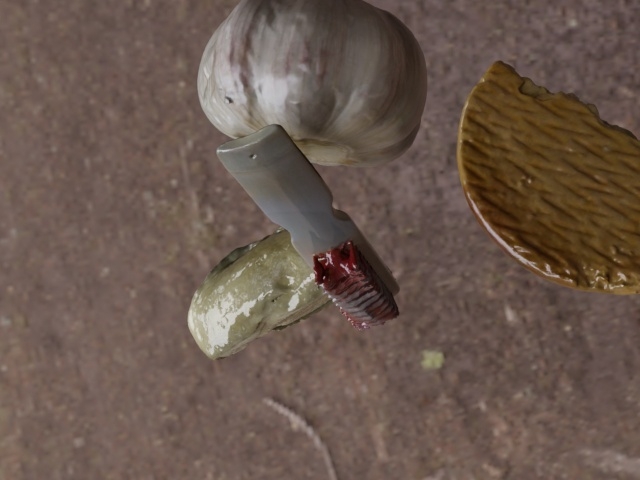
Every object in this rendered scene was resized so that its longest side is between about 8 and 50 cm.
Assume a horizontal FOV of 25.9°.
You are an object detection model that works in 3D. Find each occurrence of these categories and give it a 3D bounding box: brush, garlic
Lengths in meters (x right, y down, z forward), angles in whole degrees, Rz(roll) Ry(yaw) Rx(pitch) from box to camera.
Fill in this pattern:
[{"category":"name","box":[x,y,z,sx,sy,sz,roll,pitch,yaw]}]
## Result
[{"category":"brush","box":[0.000,0.000,1.221,0.060,0.321,0.050,-20,57,12]},{"category":"garlic","box":[-0.004,-0.178,1.229,0.218,0.218,0.212,-12,67,53]}]

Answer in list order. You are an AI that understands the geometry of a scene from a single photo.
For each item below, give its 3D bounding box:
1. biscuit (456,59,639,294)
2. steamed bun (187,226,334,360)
[{"category":"biscuit","box":[0.191,-0.032,1.025,0.224,0.144,0.033,32,161,15]},{"category":"steamed bun","box":[-0.056,0.046,1.587,0.110,0.212,0.231,59,165,9]}]
